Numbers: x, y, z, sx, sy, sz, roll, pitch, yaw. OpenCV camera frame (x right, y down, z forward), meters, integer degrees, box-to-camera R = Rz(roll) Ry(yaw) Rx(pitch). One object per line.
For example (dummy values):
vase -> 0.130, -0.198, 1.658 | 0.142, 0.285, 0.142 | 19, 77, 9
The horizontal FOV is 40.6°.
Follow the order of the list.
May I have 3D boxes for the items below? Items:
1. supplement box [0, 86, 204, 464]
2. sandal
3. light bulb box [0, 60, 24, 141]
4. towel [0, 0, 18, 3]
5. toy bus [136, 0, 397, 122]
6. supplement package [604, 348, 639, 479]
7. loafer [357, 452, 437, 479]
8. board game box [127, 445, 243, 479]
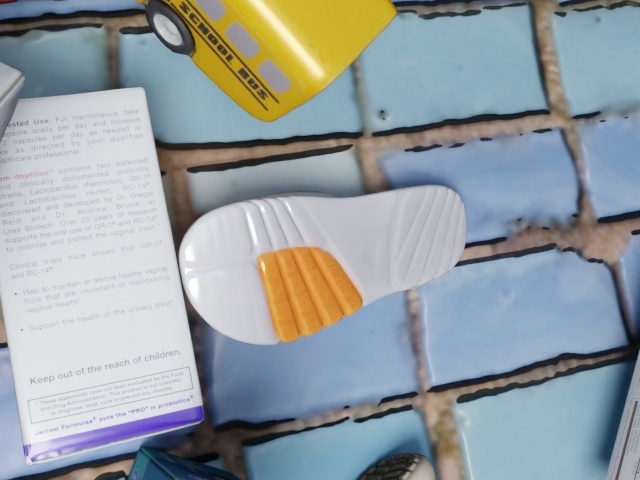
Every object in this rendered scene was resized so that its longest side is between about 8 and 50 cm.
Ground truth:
supplement box -> -0.158, 0.022, 0.579 | 0.113, 0.111, 0.220 | -11, 86, -18
sandal -> 0.001, 0.011, 0.656 | 0.265, 0.076, 0.102 | -10, 100, -38
light bulb box -> -0.372, 0.039, 0.366 | 0.361, 0.225, 0.358 | 23, 118, -13
towel -> -0.358, -0.275, 0.602 | 0.328, 0.037, 0.237 | -7, 85, -18
toy bus -> -0.106, -0.242, 0.610 | 0.333, 0.130, 0.108 | 47, 66, -13
supplement package -> 0.364, 0.110, 0.645 | 0.204, 0.145, 0.262 | 23, 77, -12
loafer -> 0.012, 0.268, 0.592 | 0.092, 0.102, 0.268 | 47, 66, -5
board game box -> -0.109, 0.299, 0.479 | 0.079, 0.254, 0.336 | 21, 77, -13
